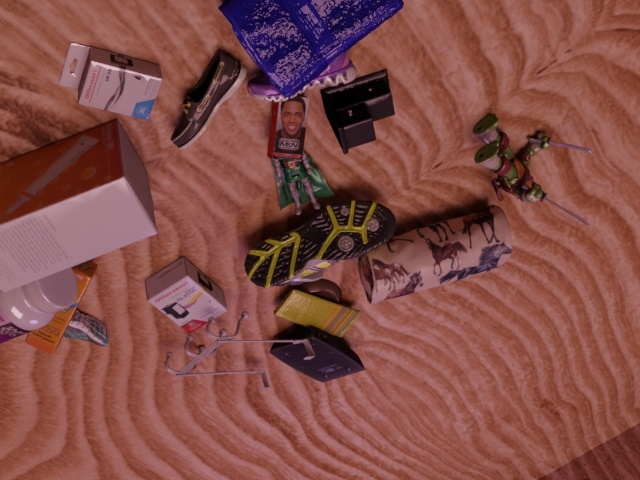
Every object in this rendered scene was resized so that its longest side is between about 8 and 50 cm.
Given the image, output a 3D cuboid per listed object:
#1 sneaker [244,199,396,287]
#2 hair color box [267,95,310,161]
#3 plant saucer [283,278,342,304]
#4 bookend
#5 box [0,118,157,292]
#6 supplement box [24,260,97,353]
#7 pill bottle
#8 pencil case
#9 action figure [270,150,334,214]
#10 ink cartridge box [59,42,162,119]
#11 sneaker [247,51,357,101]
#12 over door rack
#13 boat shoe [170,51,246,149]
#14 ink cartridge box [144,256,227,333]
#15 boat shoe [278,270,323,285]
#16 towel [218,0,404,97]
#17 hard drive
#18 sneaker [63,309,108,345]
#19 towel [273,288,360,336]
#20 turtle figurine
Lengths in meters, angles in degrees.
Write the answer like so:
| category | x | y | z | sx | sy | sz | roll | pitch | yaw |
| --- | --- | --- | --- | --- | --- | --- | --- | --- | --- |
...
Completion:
| category | x | y | z | sx | sy | sz | roll | pitch | yaw |
| --- | --- | --- | --- | --- | --- | --- | --- | --- | --- |
| sneaker | 0.000 | 0.000 | 2.011 | 0.384 | 0.145 | 0.147 | -18 | 178 | 6 |
| hair color box | -0.070 | -0.246 | 1.779 | 0.072 | 0.043 | 0.141 | 2 | 103 | -21 |
| plant saucer | -0.019 | 0.175 | 2.228 | 0.168 | 0.029 | 0.168 | -9 | 133 | -10 |
| bookend | 0.097 | -0.280 | 1.765 | 0.156 | 0.157 | 0.072 | -18 | 134 | -2 |
| box | -0.538 | -0.074 | 1.694 | 0.345 | 0.215 | 0.168 | -21 | 134 | 0 |
| supplement box | -0.612 | 0.148 | 1.925 | 0.078 | 0.080 | 0.233 | 26 | 106 | -11 |
| pill bottle | -0.695 | 0.134 | 1.813 | 0.301 | 0.169 | 0.169 | -21 | 136 | 22 |
| pencil case | 0.292 | 0.028 | 2.101 | 0.410 | 0.183 | 0.160 | -16 | 139 | -8 |
| action figure | -0.061 | -0.164 | 1.887 | 0.137 | 0.063 | 0.232 | -19 | 131 | 3 |
| ink cartridge box | -0.418 | -0.315 | 1.624 | 0.180 | 0.060 | 0.104 | 10 | 127 | -26 |
| sneaker | -0.044 | -0.363 | 1.695 | 0.236 | 0.095 | 0.104 | -18 | 128 | -9 |
| over door rack | -0.219 | 0.292 | 2.175 | 0.324 | 0.108 | 0.239 | 17 | 140 | -34 |
| boat shoe | -0.248 | -0.290 | 1.696 | 0.068 | 0.081 | 0.228 | 30 | 109 | -34 |
| ink cartridge box | -0.338 | 0.140 | 2.056 | 0.127 | 0.072 | 0.175 | -32 | 134 | 12 |
| boat shoe | -0.064 | 0.093 | 2.130 | 0.142 | 0.049 | 0.040 | -4 | 151 | -14 |
| towel | -0.013 | -0.448 | 1.577 | 0.308 | 0.076 | 0.227 | -37 | 114 | 6 |
| hard drive | -0.007 | 0.325 | 2.316 | 0.172 | 0.054 | 0.254 | -22 | 140 | 29 |
| sneaker | -0.611 | 0.222 | 2.053 | 0.076 | 0.065 | 0.166 | -34 | 125 | 23 |
| towel | -0.007 | 0.196 | 2.219 | 0.237 | 0.021 | 0.102 | 22 | 118 | -33 |
| turtle figurine | 0.507 | -0.192 | 1.964 | 0.266 | 0.274 | 0.198 | 32 | 81 | -33 |
